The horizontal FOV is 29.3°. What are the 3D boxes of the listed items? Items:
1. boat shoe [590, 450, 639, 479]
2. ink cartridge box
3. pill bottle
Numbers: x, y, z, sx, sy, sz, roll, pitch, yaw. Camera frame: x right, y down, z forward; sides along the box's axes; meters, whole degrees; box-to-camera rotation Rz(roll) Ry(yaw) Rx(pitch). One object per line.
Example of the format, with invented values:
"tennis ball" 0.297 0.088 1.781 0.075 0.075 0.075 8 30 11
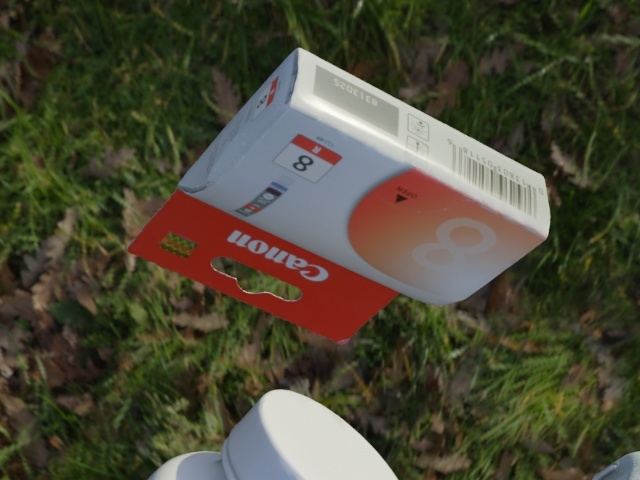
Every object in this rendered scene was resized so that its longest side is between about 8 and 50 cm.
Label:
"boat shoe" 0.219 0.224 0.931 0.079 0.227 0.081 10 58 -3
"ink cartridge box" 0.000 0.000 0.606 0.145 0.179 0.045 25 45 -22
"pill bottle" -0.046 0.139 0.454 0.094 0.094 0.169 43 105 15
